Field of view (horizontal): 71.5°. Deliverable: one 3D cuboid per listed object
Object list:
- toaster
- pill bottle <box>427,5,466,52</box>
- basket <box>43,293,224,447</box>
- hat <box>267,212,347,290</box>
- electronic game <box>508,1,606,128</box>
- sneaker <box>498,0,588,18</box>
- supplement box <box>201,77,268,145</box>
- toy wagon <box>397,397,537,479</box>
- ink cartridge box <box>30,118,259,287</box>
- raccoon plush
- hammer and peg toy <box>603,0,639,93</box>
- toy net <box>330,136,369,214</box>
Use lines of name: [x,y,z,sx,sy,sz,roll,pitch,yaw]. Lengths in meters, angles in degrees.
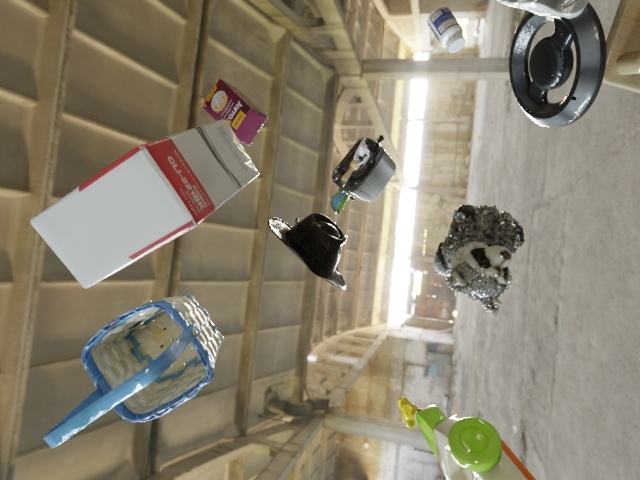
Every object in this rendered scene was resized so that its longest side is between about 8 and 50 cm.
toaster: [0.157,-0.238,1.495,0.226,0.129,0.146,-52,-36,7]
pill bottle: [0.347,-0.574,1.214,0.067,0.067,0.120,50,-164,-69]
basket: [-0.326,0.231,0.813,0.201,0.255,0.289,55,-170,-10]
hat: [0.000,0.000,1.355,0.134,0.331,0.331,-48,-14,7]
electronic game: [0.411,-0.315,0.790,0.229,0.048,0.229,166,90,-82]
sneaker: [0.322,-0.368,0.674,0.061,0.152,0.053,-15,-46,-64]
supplement box: [-0.257,-0.384,1.324,0.104,0.188,0.081,-52,-30,16]
toy wagon: [0.211,0.321,0.546,0.344,0.068,0.267,52,164,52]
ink cartridge box: [-0.231,-0.070,0.654,0.114,0.197,0.272,58,-161,-15]
raccoon plush: [0.437,0.107,1.305,0.446,0.216,0.299,88,-155,-59]
hammer and peg toy: [0.682,-0.373,0.775,0.127,0.362,0.265,-113,33,-72]
toy net: [0.094,-0.188,1.282,0.232,0.045,0.122,-62,-4,27]
